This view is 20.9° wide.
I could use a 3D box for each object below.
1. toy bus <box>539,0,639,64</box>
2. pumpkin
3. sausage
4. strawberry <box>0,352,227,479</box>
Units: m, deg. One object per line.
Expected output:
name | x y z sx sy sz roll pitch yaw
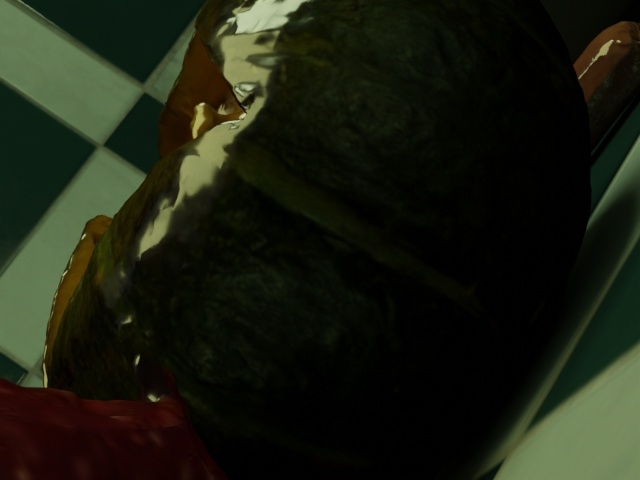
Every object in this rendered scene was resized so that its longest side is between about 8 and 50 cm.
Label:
toy bus | 0.119 -0.254 0.912 0.440 0.209 0.249 123 138 -71
pumpkin | 0.003 0.000 0.620 0.238 0.159 0.238 -60 14 25
sausage | 0.111 -0.042 0.815 0.147 0.035 0.030 -56 22 31
strawberry | -0.127 0.154 0.434 0.274 0.274 0.220 -57 36 44
